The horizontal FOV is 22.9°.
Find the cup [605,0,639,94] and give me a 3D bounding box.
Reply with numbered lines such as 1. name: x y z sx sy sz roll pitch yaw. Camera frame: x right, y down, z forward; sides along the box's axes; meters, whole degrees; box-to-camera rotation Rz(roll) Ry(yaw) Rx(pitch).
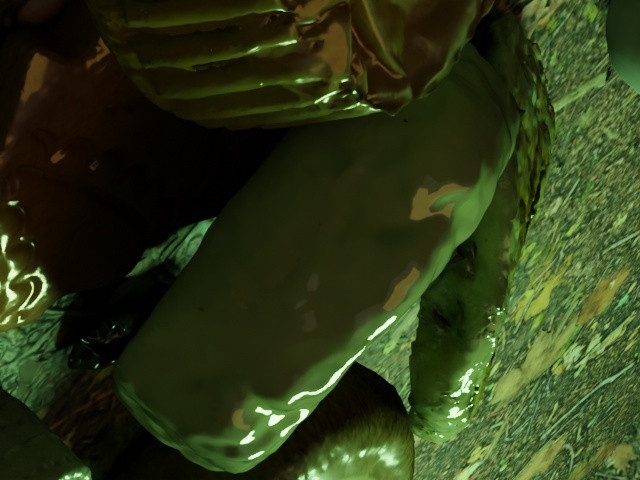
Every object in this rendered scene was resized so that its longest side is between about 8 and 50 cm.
1. cup: 0.388 -0.244 1.315 0.212 0.212 0.317 -7 133 -58

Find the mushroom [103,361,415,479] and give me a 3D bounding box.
1. mushroom: -0.060 0.242 1.264 0.345 0.239 0.345 -22 156 -11

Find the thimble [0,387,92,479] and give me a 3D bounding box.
1. thimble: -0.212 0.160 0.999 0.115 0.090 0.102 -43 159 -20

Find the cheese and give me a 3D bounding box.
1. cheese: 0.000 0.000 0.963 0.318 0.115 0.326 -50 -176 33

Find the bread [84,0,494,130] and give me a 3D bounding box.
1. bread: -0.018 -0.165 0.755 0.240 0.139 0.240 -26 124 -45

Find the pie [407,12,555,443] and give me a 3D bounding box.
1. pie: 0.127 -0.007 1.218 0.339 0.077 0.339 10 90 -81

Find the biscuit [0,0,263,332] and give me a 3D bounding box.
1. biscuit: -0.129 -0.044 0.897 0.306 0.043 0.284 -43 156 -16

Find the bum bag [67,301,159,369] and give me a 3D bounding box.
1. bum bag: -0.120 0.061 1.079 0.058 0.034 0.124 -48 160 29
